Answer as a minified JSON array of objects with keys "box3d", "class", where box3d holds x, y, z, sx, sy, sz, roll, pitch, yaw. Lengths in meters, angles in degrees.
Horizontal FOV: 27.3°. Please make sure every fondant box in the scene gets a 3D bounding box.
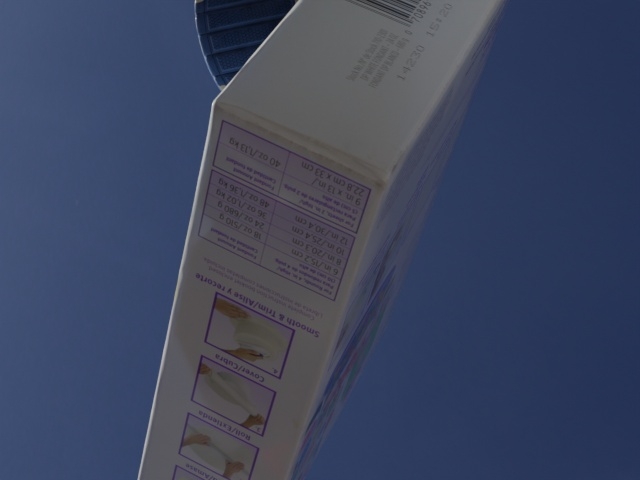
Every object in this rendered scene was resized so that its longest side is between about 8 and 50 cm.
[{"box3d":[0.000,0.000,0.784,0.096,0.238,0.330,24,-46,9],"class":"fondant box"}]

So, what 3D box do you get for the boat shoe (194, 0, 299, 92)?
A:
[{"box3d":[-0.048,-0.166,0.830,0.066,0.066,0.183,-7,-98,-3],"class":"boat shoe"}]
